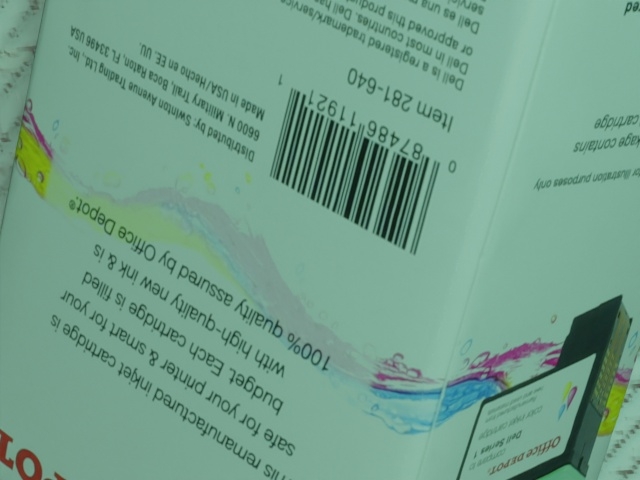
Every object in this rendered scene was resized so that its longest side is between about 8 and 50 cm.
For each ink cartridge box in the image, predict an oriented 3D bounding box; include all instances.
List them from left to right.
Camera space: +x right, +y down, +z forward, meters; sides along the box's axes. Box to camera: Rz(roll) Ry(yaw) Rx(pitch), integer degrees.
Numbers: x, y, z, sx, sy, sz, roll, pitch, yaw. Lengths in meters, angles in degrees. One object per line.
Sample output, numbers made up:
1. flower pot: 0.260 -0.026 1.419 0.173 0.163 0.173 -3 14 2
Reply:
1. ink cartridge box: 0.000 0.000 0.644 0.201 0.117 0.278 30 116 37
